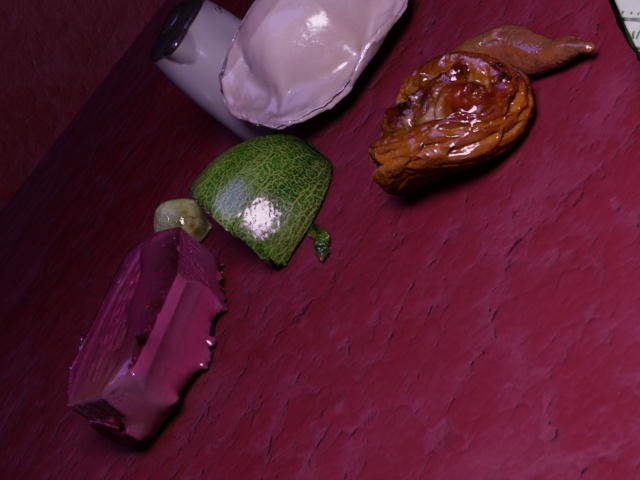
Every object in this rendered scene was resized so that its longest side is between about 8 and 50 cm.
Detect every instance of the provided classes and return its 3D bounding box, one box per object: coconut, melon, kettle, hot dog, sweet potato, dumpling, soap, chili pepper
[{"bbox_3d":[-0.223,-0.025,1.711,0.088,0.096,0.088,-179,90,-86],"label":"coconut"},{"bbox_3d":[-0.086,-0.090,1.497,0.169,0.129,0.265,-50,24,3],"label":"melon"},{"bbox_3d":[-0.161,-0.302,1.767,0.161,0.236,0.221,-44,26,23],"label":"kettle"},{"bbox_3d":[0.136,-0.128,1.178,0.227,0.099,0.160,-20,43,47],"label":"hot dog"},{"bbox_3d":[0.222,-0.212,1.175,0.226,0.068,0.068,1,58,52],"label":"sweet potato"},{"bbox_3d":[0.014,-0.316,1.578,0.341,0.181,0.260,-31,41,-20],"label":"dumpling"},{"bbox_3d":[-0.245,0.138,1.490,0.220,0.127,0.325,-30,34,46],"label":"soap"},{"bbox_3d":[0.000,0.000,1.350,0.027,0.022,0.083,-18,28,-1],"label":"chili pepper"}]

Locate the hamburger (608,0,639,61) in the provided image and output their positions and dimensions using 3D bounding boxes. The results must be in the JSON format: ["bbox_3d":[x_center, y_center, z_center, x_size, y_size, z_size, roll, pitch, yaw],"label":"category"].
[{"bbox_3d":[0.355,-0.225,0.876,0.214,0.125,0.235,-32,35,29],"label":"hamburger"}]
